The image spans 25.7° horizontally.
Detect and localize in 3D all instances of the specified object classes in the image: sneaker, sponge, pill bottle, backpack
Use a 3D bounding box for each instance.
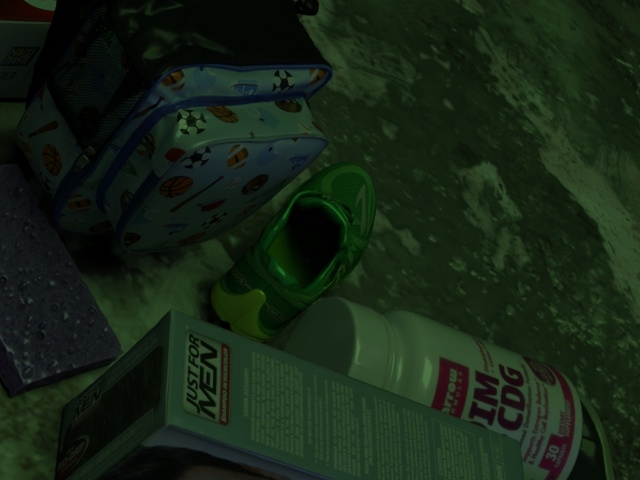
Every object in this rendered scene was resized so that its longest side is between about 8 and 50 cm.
[{"bbox_3d":[0.000,0.000,1.454,0.109,0.123,0.295,44,38,-5],"label":"sneaker"},{"bbox_3d":[-0.272,0.031,1.247,0.117,0.031,0.210,-18,72,-50],"label":"sponge"},{"bbox_3d":[0.252,0.246,1.521,0.118,0.083,0.222,5,57,-41],"label":"sneaker"},{"bbox_3d":[0.107,0.162,1.393,0.283,0.160,0.160,22,46,-29],"label":"pill bottle"},{"bbox_3d":[-0.141,-0.107,1.302,0.276,0.263,0.213,-3,66,-44],"label":"backpack"}]

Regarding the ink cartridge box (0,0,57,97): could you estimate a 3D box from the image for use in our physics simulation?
[{"bbox_3d":[-0.403,-0.292,1.311,0.272,0.130,0.309,-7,64,-45],"label":"ink cartridge box"}]

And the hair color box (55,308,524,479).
[{"bbox_3d":[-0.020,0.204,1.218,0.374,0.185,0.114,24,46,-28],"label":"hair color box"}]

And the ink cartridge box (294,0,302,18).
[{"bbox_3d":[-0.075,-0.267,1.617,0.181,0.104,0.061,-22,76,-50],"label":"ink cartridge box"}]
